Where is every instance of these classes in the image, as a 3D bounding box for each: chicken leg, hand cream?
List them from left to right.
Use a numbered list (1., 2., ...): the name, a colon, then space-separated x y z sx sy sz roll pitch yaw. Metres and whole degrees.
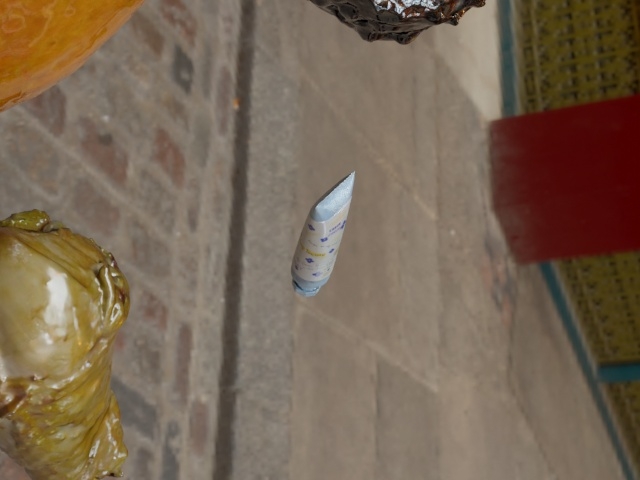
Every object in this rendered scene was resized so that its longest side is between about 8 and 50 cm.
1. chicken leg: -0.277 0.130 1.102 0.182 0.295 0.409 -31 127 -25
2. hand cream: 0.000 0.000 1.136 0.065 0.043 0.170 -46 165 -34

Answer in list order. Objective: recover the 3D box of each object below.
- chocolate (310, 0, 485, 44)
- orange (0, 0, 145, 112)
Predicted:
1. chocolate: 0.061 -0.274 0.906 0.177 0.206 0.224 -38 132 -76
2. orange: -0.262 -0.273 0.653 0.326 0.424 0.424 -152 -130 -78
